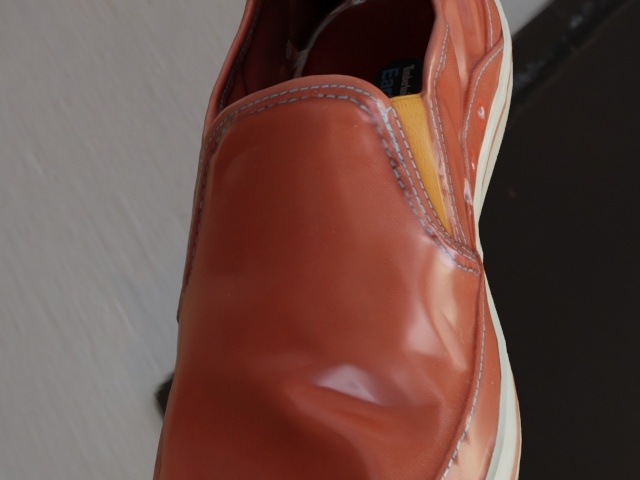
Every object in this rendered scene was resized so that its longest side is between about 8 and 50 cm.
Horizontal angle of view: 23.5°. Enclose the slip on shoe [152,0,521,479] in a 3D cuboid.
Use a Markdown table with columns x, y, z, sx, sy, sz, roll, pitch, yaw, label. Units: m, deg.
| x | y | z | sx | sy | sz | roll | pitch | yaw | label |
| --- | --- | --- | --- | --- | --- | --- | --- | --- | --- |
| 0.000 | 0.000 | 0.497 | 0.123 | 0.331 | 0.101 | -11 | 134 | 24 | slip on shoe |
